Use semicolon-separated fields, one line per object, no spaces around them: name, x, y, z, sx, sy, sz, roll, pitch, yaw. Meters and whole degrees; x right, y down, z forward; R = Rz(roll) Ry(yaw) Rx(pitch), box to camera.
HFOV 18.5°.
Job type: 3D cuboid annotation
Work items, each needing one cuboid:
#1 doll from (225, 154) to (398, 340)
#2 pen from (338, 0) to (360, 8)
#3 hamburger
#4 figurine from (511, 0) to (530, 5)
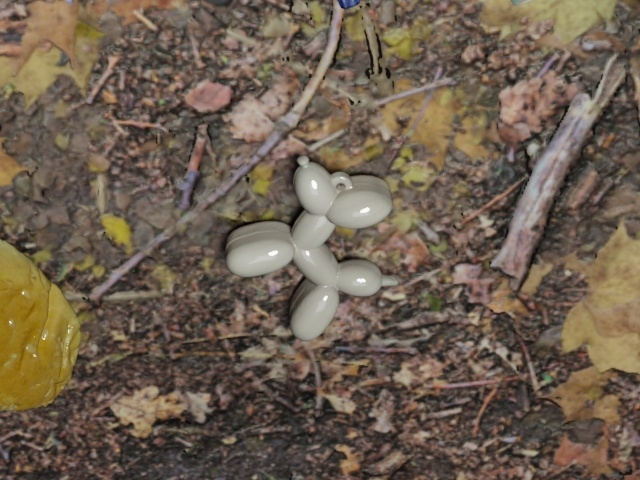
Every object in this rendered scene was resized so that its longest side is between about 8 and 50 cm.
doll;0.000;0.000;1.765;0.160;0.059;0.161;-32;118;19
pen;-0.003;-0.280;1.601;0.025;0.025;0.204;-14;123;8
hamburger;-0.303;0.076;1.767;0.207;0.135;0.155;27;121;-20
figurine;0.331;-0.240;1.512;0.382;0.224;0.205;-11;125;7
